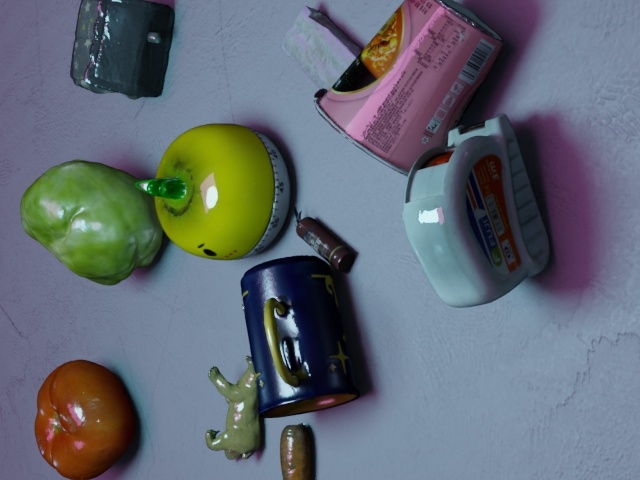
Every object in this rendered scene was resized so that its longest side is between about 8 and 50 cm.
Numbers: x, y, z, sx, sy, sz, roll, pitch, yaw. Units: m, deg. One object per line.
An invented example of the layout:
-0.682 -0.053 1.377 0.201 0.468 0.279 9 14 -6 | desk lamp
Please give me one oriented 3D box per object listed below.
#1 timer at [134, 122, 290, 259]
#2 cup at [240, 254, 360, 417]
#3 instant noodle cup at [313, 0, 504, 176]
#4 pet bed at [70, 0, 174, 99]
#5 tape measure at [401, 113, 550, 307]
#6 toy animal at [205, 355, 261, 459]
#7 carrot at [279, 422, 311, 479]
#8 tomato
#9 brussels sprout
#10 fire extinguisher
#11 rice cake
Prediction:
-0.221 -0.094 2.129 0.285 0.285 0.285 -2 88 46 | timer
-0.034 0.155 1.969 0.255 0.178 0.256 128 132 -68 | cup
0.153 -0.254 1.799 0.244 0.244 0.255 47 111 36 | instant noodle cup
-0.409 -0.404 2.399 0.159 0.183 0.211 20 101 51 | pet bed
0.222 -0.039 1.685 0.125 0.246 0.243 -14 100 46 | tape measure
-0.152 0.319 2.186 0.101 0.103 0.219 2 88 27 | toy animal
-0.044 0.427 2.083 0.060 0.060 0.186 -8 84 46 | carrot
-0.510 0.389 2.478 0.259 0.180 0.260 -3 86 48 | tomato
-0.465 -0.034 2.381 0.273 0.316 0.243 10 74 23 | brussels sprout
0.000 0.000 2.061 0.158 0.043 0.064 42 149 39 | fire extinguisher
0.034 -0.302 2.028 0.298 0.050 0.106 52 123 34 | rice cake
